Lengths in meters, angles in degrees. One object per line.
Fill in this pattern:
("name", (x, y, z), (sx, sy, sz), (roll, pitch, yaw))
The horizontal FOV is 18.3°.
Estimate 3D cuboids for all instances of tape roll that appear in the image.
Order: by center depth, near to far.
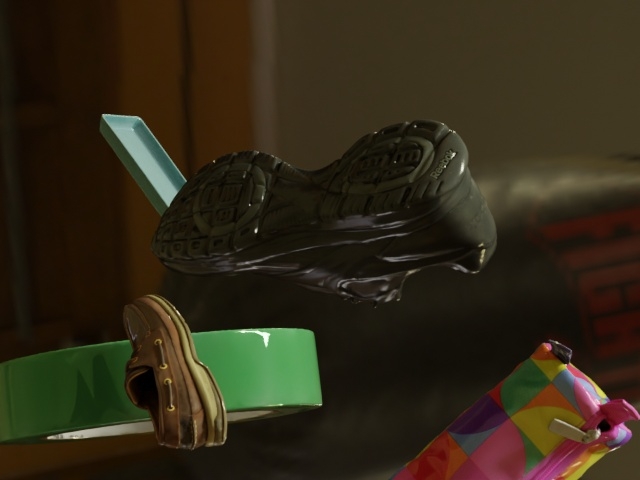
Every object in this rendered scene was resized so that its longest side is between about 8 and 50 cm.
("tape roll", (-0.160, 0.145, 1.945), (0.321, 0.321, 0.077), (157, -73, -67))

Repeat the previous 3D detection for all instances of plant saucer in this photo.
("plant saucer", (-0.139, -0.040, 1.853), (0.018, 0.067, 0.192), (-43, -108, 21))

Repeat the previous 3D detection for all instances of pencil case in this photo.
("pencil case", (0.119, 0.178, 1.461), (0.104, 0.236, 0.104), (47, 3, -3))

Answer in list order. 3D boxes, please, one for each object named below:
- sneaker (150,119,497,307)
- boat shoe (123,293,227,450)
("sneaker", (0.000, 0.000, 1.491), (0.286, 0.109, 0.130), (-6, -43, 34))
("boat shoe", (-0.132, 0.106, 1.626), (0.178, 0.060, 0.064), (-124, -149, -47))
